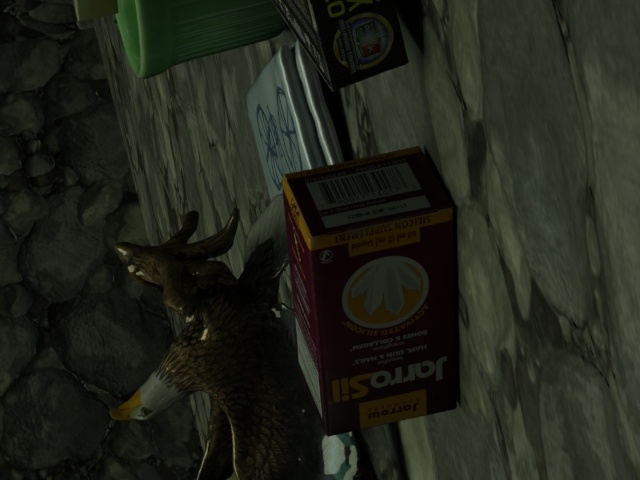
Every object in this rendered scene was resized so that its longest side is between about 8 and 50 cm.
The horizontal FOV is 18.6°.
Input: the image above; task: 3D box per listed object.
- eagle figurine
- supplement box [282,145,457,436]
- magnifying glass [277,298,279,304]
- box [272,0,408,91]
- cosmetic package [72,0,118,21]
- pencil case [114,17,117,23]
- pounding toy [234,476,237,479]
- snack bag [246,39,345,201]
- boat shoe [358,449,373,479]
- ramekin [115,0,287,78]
[{"bbox_3d":[-0.077,0.124,1.741,0.298,0.225,0.226,59,-149,-24],"label":"eagle figurine"},{"bbox_3d":[0.037,0.038,1.390,0.081,0.104,0.188,-113,14,-50],"label":"supplement box"},{"bbox_3d":[-0.024,0.145,1.920,0.092,0.026,0.231,-59,-43,-56],"label":"magnifying glass"},{"bbox_3d":[-0.028,-0.259,1.355,0.270,0.060,0.216,-120,12,-53],"label":"box"},{"bbox_3d":[-0.214,-0.262,1.802,0.115,0.041,0.060,94,161,-60],"label":"cosmetic package"},{"bbox_3d":[-0.195,-0.288,2.428,0.236,0.104,0.104,177,81,-79],"label":"pencil case"},{"bbox_3d":[-0.058,0.238,1.975,0.183,0.110,0.237,8,-107,-68],"label":"pounding toy"},{"bbox_3d":[0.000,0.000,1.787,0.323,0.037,0.342,156,99,-81],"label":"snack bag"},{"bbox_3d":[0.027,0.259,1.846,0.178,0.064,0.060,-116,18,-53],"label":"boat shoe"},{"bbox_3d":[-0.126,-0.310,1.810,0.303,0.148,0.303,168,90,-81],"label":"ramekin"}]
